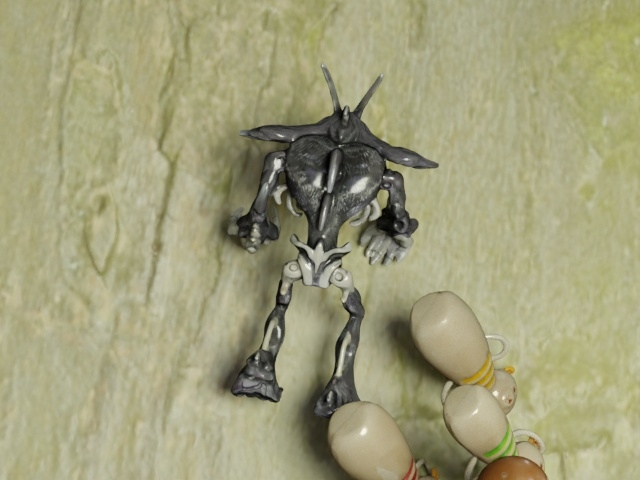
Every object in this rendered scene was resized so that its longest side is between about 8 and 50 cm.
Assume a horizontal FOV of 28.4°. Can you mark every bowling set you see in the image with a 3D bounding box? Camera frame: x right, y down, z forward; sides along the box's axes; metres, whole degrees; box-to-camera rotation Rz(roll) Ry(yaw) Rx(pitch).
[{"bbox_3d":[0.097,0.200,0.958,0.287,0.154,0.200,-48,42,-12],"label":"bowling set"}]

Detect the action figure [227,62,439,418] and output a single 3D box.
[{"bbox_3d":[0.000,0.000,1.043,0.164,0.141,0.275,11,89,-2],"label":"action figure"}]
